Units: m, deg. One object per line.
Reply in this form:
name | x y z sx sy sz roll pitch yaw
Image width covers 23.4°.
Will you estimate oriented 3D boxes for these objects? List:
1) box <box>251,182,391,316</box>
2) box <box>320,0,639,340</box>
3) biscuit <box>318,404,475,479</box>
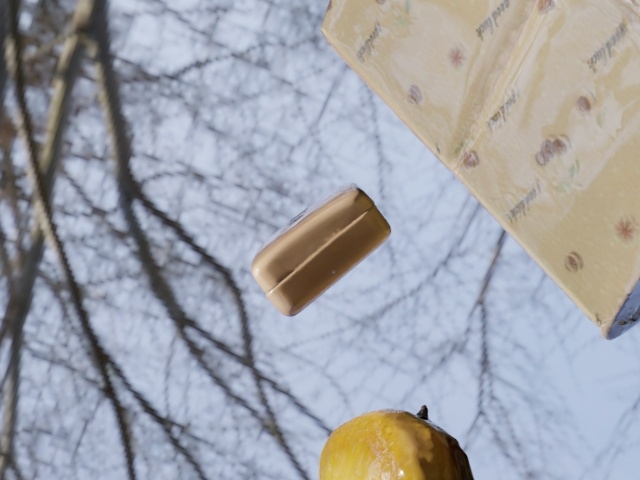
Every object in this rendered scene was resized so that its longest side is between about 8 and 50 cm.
box | 0.000 0.000 0.543 0.025 0.048 0.115 49 -177 -2
box | 0.191 -0.136 0.723 0.297 0.190 0.225 -25 -118 -30
biscuit | 0.029 0.232 0.777 0.045 0.299 0.154 2 -174 -23
